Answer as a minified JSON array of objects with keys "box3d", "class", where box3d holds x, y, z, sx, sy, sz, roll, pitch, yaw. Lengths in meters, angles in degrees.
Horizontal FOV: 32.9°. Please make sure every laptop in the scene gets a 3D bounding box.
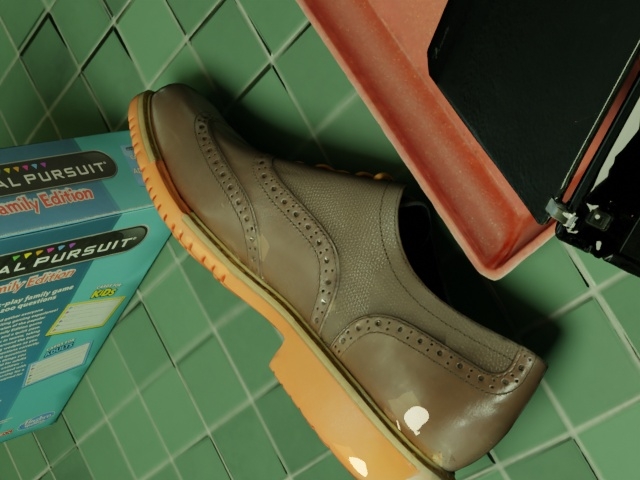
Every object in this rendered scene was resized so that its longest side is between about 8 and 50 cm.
[{"box3d":[0.191,-0.105,0.477,0.264,0.136,0.234,26,122,6],"class":"laptop"}]

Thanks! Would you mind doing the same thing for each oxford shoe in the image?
[{"box3d":[0.000,0.000,0.700,0.133,0.130,0.363,-44,60,6],"class":"oxford shoe"}]

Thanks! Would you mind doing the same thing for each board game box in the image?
[{"box3d":[-0.279,0.065,0.856,0.079,0.254,0.336,53,130,20],"class":"board game box"}]

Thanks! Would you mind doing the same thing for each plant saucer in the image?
[{"box3d":[0.112,-0.152,0.579,0.258,0.048,0.259,-46,69,40],"class":"plant saucer"}]
